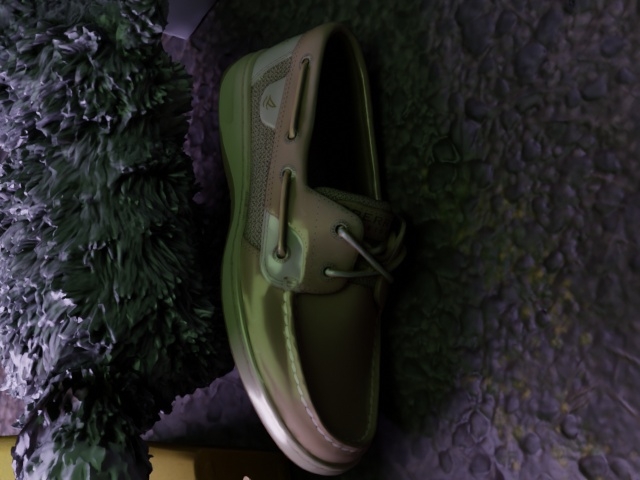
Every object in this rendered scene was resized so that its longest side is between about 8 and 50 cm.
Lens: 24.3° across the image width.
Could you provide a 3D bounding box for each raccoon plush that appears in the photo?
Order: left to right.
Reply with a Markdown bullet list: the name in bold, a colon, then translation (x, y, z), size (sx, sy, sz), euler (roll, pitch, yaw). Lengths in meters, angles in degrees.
- **raccoon plush**: translation (-0.150, -0.023, 1.073), size (0.446, 0.216, 0.299), euler (-131, 31, -66)

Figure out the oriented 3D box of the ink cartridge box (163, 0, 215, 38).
- **ink cartridge box**: translation (-0.185, -0.301, 1.229), size (0.168, 0.233, 0.171), euler (-51, 55, 23)

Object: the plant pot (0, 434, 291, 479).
- **plant pot**: translation (-0.128, 0.246, 1.140), size (0.187, 0.212, 0.212), euler (-13, 75, 24)

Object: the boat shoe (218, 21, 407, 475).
- **boat shoe**: translation (0.000, 0.000, 1.106), size (0.110, 0.122, 0.341), euler (-22, 69, 37)
